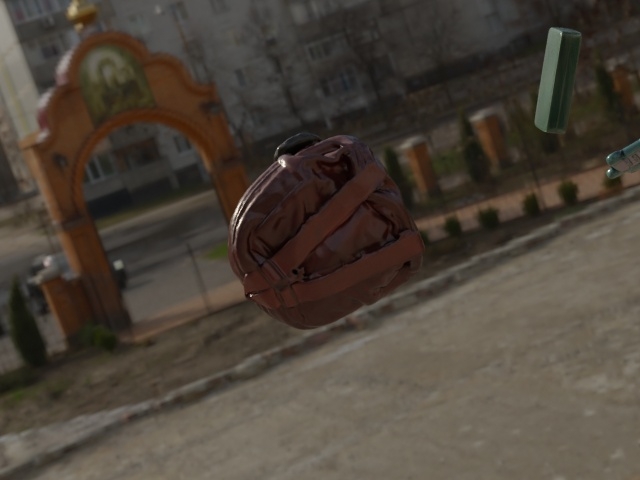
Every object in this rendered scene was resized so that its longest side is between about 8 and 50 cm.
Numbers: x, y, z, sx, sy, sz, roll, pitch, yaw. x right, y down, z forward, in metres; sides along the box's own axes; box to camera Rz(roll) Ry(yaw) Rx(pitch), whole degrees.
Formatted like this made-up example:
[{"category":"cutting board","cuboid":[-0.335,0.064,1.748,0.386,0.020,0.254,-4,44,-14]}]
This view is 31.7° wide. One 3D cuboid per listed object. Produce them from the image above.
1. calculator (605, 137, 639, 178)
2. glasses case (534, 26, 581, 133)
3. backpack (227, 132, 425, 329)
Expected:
[{"category":"calculator","cuboid":[0.386,-0.104,1.360,0.094,0.019,0.141,-32,-15,18]},{"category":"glasses case","cuboid":[0.430,-0.290,2.042,0.039,0.184,0.078,4,16,-9]},{"category":"backpack","cuboid":[-0.001,0.000,1.298,0.229,0.229,0.139,-21,19,-11]}]
